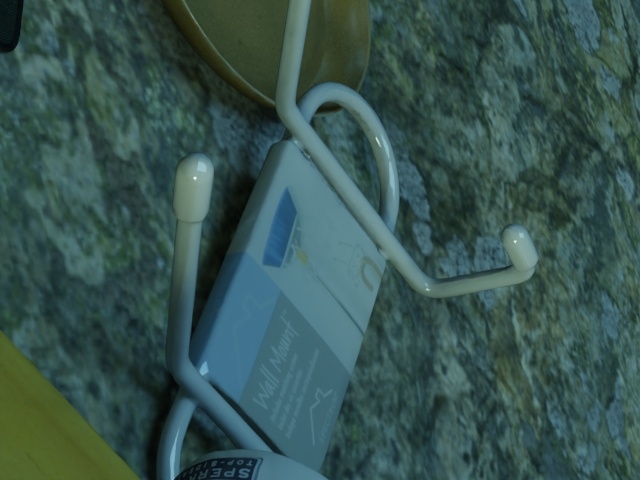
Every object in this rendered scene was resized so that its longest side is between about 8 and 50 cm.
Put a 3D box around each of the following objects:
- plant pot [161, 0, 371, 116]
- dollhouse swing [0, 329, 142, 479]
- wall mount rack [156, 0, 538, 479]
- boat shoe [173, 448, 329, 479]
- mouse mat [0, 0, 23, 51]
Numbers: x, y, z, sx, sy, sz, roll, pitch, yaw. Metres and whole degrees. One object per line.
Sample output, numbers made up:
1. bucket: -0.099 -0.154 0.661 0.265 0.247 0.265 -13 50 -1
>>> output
1. plant pot: -0.047 -0.185 1.135 0.236 0.032 0.236 33 47 -44
2. dollhouse swing: -0.197 0.201 0.652 0.347 0.305 0.315 -9 122 -59
3. wall mount rack: 0.000 0.000 0.981 0.304 0.130 0.350 52 41 -33
4. boat shoe: 0.033 0.276 0.889 0.367 0.135 0.156 55 35 -29
5. mouse mat: -0.212 -0.197 0.908 0.189 0.007 0.153 34 46 -44
